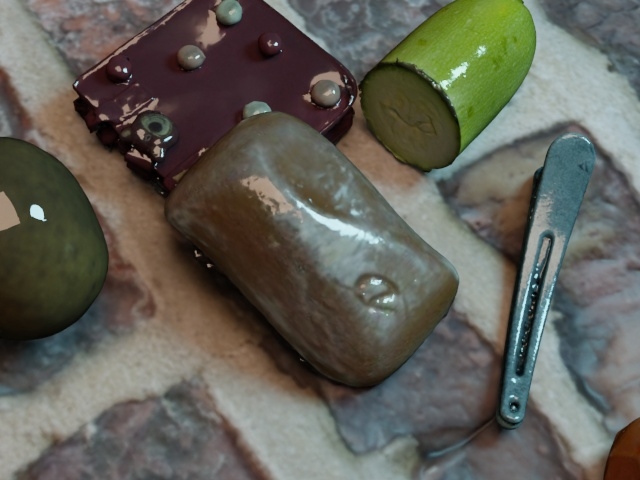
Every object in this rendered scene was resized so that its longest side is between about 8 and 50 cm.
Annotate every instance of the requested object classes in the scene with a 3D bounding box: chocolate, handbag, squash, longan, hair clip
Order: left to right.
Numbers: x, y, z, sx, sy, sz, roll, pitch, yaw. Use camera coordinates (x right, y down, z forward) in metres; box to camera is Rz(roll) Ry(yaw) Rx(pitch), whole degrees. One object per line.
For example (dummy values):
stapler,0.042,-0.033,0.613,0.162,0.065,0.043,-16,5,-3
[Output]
longan,-0.265,-0.001,1.067,0.187,0.167,0.167,45,66,5
handbag,-0.097,-0.129,1.205,0.216,0.074,0.203,-39,70,-22
chocolate,0.001,0.001,1.098,0.261,0.083,0.161,42,69,-4
squash,0.132,-0.168,1.223,0.123,0.123,0.187,35,62,14
hair clip,0.195,0.042,1.149,0.048,0.083,0.275,16,68,-2

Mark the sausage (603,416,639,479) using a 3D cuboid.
sausage,0.278,0.224,1.036,0.089,0.089,0.179,-13,65,-12
